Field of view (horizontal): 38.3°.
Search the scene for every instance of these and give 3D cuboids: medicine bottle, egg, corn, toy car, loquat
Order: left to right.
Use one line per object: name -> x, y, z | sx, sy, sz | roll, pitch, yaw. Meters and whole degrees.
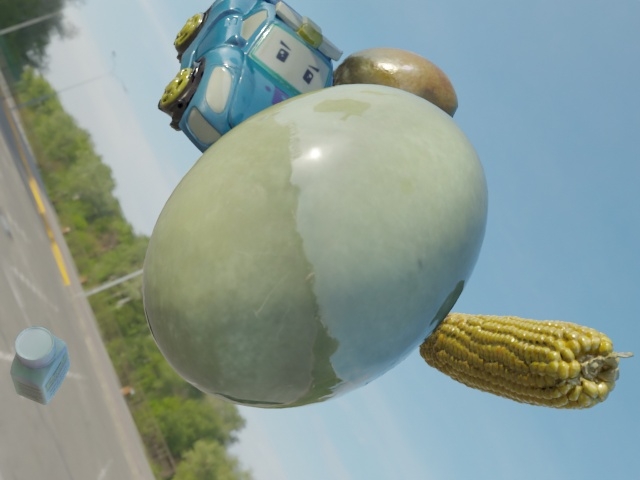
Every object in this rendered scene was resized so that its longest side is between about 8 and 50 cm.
medicine bottle -> -0.385, 0.166, 1.263 | 0.055, 0.074, 0.118 | 22, -34, 6
toy car -> -0.059, -0.178, 1.042 | 0.198, 0.166, 0.314 | 35, 26, -23
egg -> 0.000, 0.000, 0.830 | 0.258, 0.352, 0.258 | 41, -28, 28
loquat -> 0.119, -0.242, 1.576 | 0.228, 0.179, 0.179 | 22, -26, 10
corn -> 0.223, 0.138, 1.084 | 0.310, 0.101, 0.101 | 1, -66, 57
